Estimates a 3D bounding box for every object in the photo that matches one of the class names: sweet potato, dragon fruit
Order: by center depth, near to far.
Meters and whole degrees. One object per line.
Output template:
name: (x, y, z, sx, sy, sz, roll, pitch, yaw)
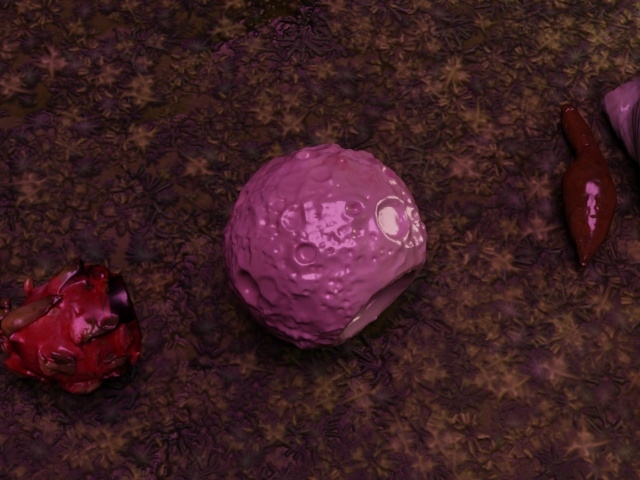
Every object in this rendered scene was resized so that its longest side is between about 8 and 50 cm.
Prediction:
dragon fruit: (-0.316, 0.105, 1.484, 0.172, 0.160, 0.167, -17, 108, -7)
sweet potato: (0.370, -0.087, 1.662, 0.074, 0.075, 0.270, 2, 60, -2)

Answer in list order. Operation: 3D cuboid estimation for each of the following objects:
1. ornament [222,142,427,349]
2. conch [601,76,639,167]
ornament: (0.000, 0.000, 1.497, 0.259, 0.259, 0.225, -39, 76, -20)
conch: (0.557, -0.155, 1.636, 0.303, 0.215, 0.319, -33, 70, -29)
